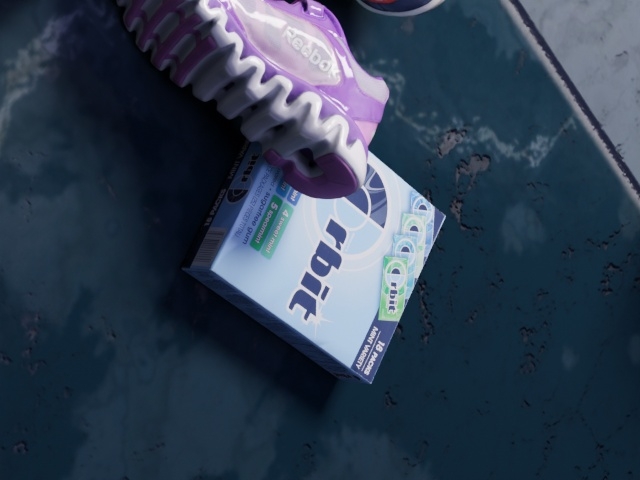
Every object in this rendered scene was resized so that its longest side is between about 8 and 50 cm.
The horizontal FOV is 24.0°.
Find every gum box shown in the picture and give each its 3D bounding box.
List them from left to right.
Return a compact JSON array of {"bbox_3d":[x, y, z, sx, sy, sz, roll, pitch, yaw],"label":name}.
[{"bbox_3d":[0.000,0.000,1.164,0.184,0.041,0.157,39,68,-35],"label":"gum box"}]

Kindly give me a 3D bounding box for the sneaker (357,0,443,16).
[{"bbox_3d":[0.060,-0.346,1.110,0.148,0.131,0.350,-8,98,-73],"label":"sneaker"}]

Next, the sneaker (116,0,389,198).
[{"bbox_3d":[-0.041,-0.140,1.072,0.236,0.095,0.104,43,62,-16],"label":"sneaker"}]
